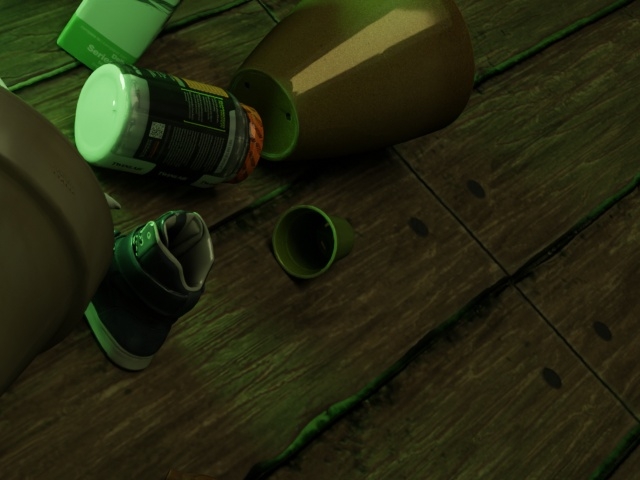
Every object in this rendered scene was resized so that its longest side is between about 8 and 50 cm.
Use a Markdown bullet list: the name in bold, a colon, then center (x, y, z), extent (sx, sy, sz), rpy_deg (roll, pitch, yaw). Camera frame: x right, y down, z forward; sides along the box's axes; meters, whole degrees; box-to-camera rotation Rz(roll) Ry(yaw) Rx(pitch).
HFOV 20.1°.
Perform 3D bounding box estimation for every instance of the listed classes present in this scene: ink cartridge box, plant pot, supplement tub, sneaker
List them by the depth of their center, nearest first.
- **plant pot**: center (-0.359, 0.055, 1.444), extent (0.323, 0.323, 0.280), rpy_deg (32, 47, -15)
- **sneaker**: center (-0.200, -0.006, 1.802), extent (0.086, 0.163, 0.226), rpy_deg (-20, 67, -50)
- **supplement tub**: center (-0.165, -0.123, 1.996), extent (0.190, 0.117, 0.117), rpy_deg (12, 45, -36)
- **plant pot**: center (0.000, 0.000, 2.071), extent (0.083, 0.083, 0.079), rpy_deg (54, 24, 15)
- **ink cartridge box**: center (-0.190, -0.308, 2.073), extent (0.092, 0.219, 0.160), rpy_deg (37, 36, -8)
- **plant pot**: center (0.017, -0.198, 2.181), extent (0.254, 0.237, 0.237), rpy_deg (-30, 76, -40)

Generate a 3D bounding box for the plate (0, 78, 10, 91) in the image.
- **plate**: center (-0.464, -0.186, 1.806), extent (0.278, 0.045, 0.277), rpy_deg (53, 34, -2)

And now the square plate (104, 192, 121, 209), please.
- **square plate**: center (-0.358, -0.122, 1.617), extent (0.347, 0.049, 0.344), rpy_deg (36, -7, -17)

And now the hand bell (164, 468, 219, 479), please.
- **hand bell**: center (-0.040, 0.281, 1.737), extent (0.242, 0.126, 0.126), rpy_deg (25, 37, -3)
